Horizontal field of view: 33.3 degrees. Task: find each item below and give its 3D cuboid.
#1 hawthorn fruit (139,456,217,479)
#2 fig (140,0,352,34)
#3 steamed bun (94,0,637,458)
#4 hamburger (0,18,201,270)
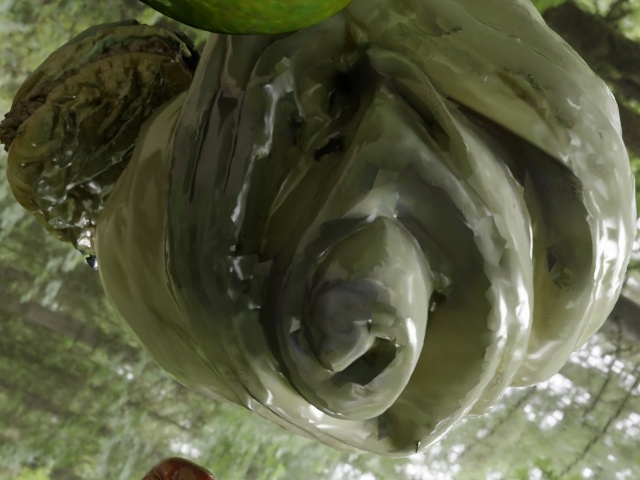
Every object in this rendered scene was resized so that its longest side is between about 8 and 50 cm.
[{"bbox_3d":[-0.196,0.366,1.471,0.138,0.133,0.132,79,29,-62],"label":"hawthorn fruit"},{"bbox_3d":[-0.061,-0.219,0.517,0.206,0.206,0.275,-59,164,5],"label":"fig"},{"bbox_3d":[0.028,-0.016,0.708,0.247,0.352,0.339,-56,162,-77],"label":"steamed bun"},{"bbox_3d":[-0.154,-0.081,0.854,0.183,0.206,0.130,-35,-124,-1],"label":"hamburger"}]
